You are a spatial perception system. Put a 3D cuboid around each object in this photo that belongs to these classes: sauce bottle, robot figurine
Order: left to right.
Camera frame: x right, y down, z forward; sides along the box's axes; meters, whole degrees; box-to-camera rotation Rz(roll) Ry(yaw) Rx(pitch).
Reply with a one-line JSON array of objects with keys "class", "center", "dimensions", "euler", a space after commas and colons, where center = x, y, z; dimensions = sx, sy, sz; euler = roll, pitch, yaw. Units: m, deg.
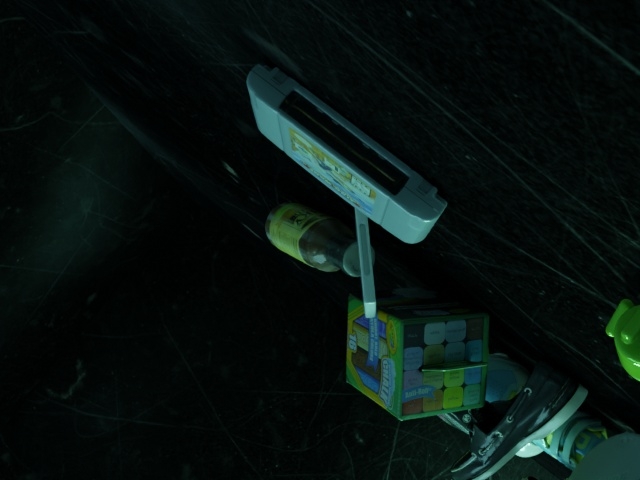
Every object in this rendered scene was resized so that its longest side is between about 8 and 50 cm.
[{"class": "sauce bottle", "center": [0.000, 0.000, 1.776], "dimensions": [0.111, 0.111, 0.344], "euler": [42, 171, -29]}, {"class": "robot figurine", "center": [0.337, 0.107, 0.905], "dimensions": [0.101, 0.067, 0.115], "euler": [35, 172, 34]}]

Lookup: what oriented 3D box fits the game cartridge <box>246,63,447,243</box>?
[{"class": "game cartridge", "center": [0.030, -0.106, 1.179], "dimensions": [0.297, 0.062, 0.198], "euler": [38, 169, 7]}]

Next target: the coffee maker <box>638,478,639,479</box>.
[{"class": "coffee maker", "center": [0.565, 0.385, 1.274], "dimensions": [0.178, 0.171, 0.120], "euler": [58, 155, 21]}]

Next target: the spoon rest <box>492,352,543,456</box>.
[{"class": "spoon rest", "center": [0.409, 0.339, 1.850], "dimensions": [0.276, 0.137, 0.084], "euler": [56, 166, -25]}]

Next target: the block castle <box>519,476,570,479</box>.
[{"class": "block castle", "center": [0.478, 0.597, 1.642], "dimensions": [0.453, 0.213, 0.303], "euler": [9, -124, -36]}]

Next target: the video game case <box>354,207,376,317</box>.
[{"class": "video game case", "center": [0.074, 0.033, 1.478], "dimensions": [0.022, 0.173, 0.190], "euler": [-5, 168, 3]}]

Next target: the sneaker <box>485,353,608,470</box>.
[{"class": "sneaker", "center": [0.424, 0.332, 1.690], "dimensions": [0.319, 0.127, 0.208], "euler": [31, 178, -23]}]

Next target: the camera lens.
[{"class": "camera lens", "center": [0.571, 0.482, 1.481], "dimensions": [0.274, 0.219, 0.219], "euler": [40, 173, -11]}]

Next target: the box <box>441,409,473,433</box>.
[{"class": "box", "center": [0.317, 0.328, 2.010], "dimensions": [0.143, 0.165, 0.270], "euler": [39, 173, -2]}]

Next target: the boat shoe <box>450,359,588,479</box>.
[{"class": "boat shoe", "center": [0.324, 0.327, 1.591], "dimensions": [0.113, 0.127, 0.340], "euler": [44, 134, 6]}]

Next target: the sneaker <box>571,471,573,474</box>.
[{"class": "sneaker", "center": [0.689, 0.645, 2.201], "dimensions": [0.256, 0.151, 0.094], "euler": [41, 171, -26]}]

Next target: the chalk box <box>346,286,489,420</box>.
[{"class": "chalk box", "center": [0.183, 0.203, 1.580], "dimensions": [0.180, 0.179, 0.289], "euler": [-3, -169, -22]}]
